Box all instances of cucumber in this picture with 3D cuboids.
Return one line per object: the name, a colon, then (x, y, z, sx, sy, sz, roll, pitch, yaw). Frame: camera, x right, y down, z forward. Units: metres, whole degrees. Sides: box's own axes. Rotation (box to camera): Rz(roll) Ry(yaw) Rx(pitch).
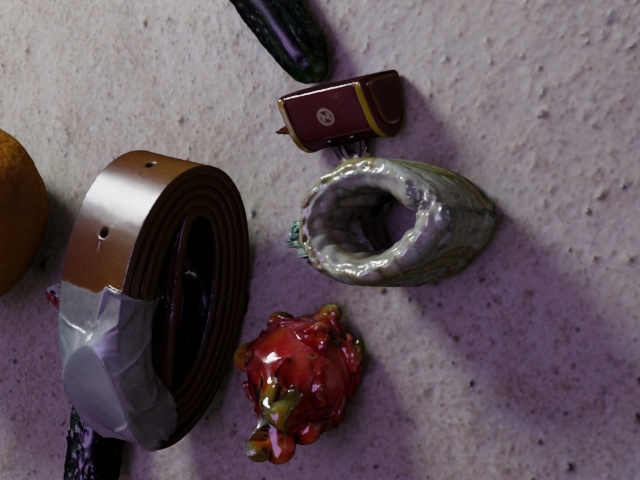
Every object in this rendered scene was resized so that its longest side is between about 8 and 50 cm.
cucumber: (-0.281, 0.163, 1.811, 0.081, 0.072, 0.303, 5, 91, 37)
cucumber: (-0.064, -0.280, 1.668, 0.074, 0.074, 0.241, -43, 66, 27)

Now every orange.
orange: (-0.488, -0.028, 1.867, 0.264, 0.264, 0.264, -2, 87, 37)

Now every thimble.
thimble: (0.086, -0.021, 1.500, 0.190, 0.143, 0.137, -9, 82, 36)

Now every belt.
belt: (-0.193, 0.071, 1.659, 0.122, 0.217, 0.339, 15, 99, 37)

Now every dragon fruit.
dragon fruit: (-0.030, 0.167, 1.589, 0.150, 0.208, 0.133, 42, 137, -16)

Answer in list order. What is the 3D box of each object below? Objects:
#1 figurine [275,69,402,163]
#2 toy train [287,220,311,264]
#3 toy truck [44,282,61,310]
figurine: (0.020, -0.132, 1.607, 0.154, 0.082, 0.098, -11, 101, 36)
toy train: (0.000, 0.000, 1.633, 0.083, 0.033, 0.053, -12, 84, 36)
toy truck: (-0.338, 0.085, 1.887, 0.083, 0.024, 0.032, 41, 141, 27)
